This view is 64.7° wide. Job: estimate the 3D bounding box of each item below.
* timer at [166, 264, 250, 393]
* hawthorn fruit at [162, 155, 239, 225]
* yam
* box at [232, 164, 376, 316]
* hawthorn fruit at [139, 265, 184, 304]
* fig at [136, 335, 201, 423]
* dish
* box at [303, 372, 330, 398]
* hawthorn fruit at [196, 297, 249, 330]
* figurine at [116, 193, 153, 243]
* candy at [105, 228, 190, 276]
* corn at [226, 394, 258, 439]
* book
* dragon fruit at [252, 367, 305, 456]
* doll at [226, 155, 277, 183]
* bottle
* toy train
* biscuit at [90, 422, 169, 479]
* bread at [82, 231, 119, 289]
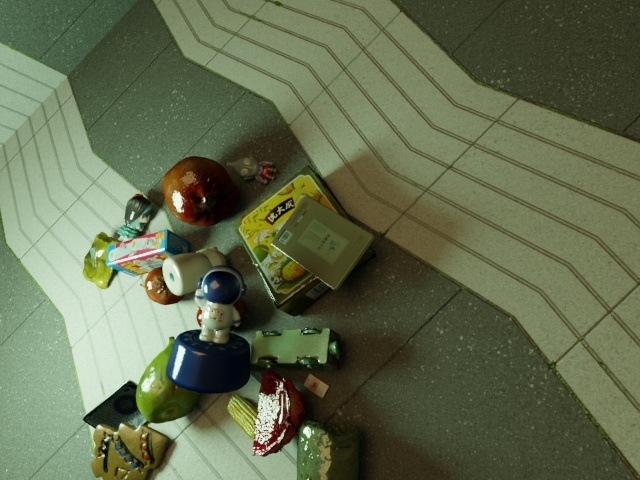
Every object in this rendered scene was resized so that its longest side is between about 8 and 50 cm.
[{"bbox_3d":[-0.340,0.269,1.642,0.271,0.270,0.382,13,98,29],"label":"timer"},{"bbox_3d":[-0.479,-0.192,2.003,0.294,0.295,0.311,-62,25,-7],"label":"hawthorn fruit"},{"bbox_3d":[0.023,0.676,1.463,0.195,0.195,0.299,-8,68,23],"label":"yam"},{"bbox_3d":[-0.068,-0.003,1.808,0.373,0.138,0.420,-37,60,8],"label":"box"},{"bbox_3d":[-0.643,0.190,2.019,0.286,0.165,0.165,-20,59,50],"label":"hawthorn fruit"},{"bbox_3d":[-0.545,0.475,1.790,0.233,0.233,0.313,-28,67,13],"label":"fig"},{"bbox_3d":[-0.726,0.622,1.884,0.243,0.182,0.080,-40,21,6],"label":"dish"},{"bbox_3d":[-0.013,0.477,1.662,0.083,0.012,0.046,25,83,31],"label":"box"},{"bbox_3d":[-0.360,0.260,1.840,0.179,0.173,0.173,-16,61,-11],"label":"hawthorn fruit"},{"bbox_3d":[-0.823,-0.084,2.217,0.138,0.110,0.245,24,90,34],"label":"figurine"},{"bbox_3d":[-0.704,0.054,2.073,0.306,0.157,0.100,-15,64,20],"label":"candy"},{"bbox_3d":[-0.248,0.592,1.701,0.165,0.063,0.084,29,109,33],"label":"corn"},{"bbox_3d":[0.000,0.000,1.682,0.310,0.021,0.216,34,86,31],"label":"book"},{"bbox_3d":[-0.122,0.538,1.589,0.163,0.189,0.261,-3,70,14],"label":"dragon fruit"},{"bbox_3d":[-0.283,-0.291,2.062,0.228,0.075,0.102,17,88,18],"label":"doll"},{"bbox_3d":[-0.456,0.106,1.907,0.148,0.237,0.147,20,118,42],"label":"bottle"},{"bbox_3d":[-0.070,0.360,1.654,0.327,0.159,0.129,-8,65,27],"label":"toy train"},{"bbox_3d":[-0.682,0.759,1.807,0.302,0.043,0.278,-28,81,4],"label":"biscuit"},{"bbox_3d":[-0.965,0.089,2.207,0.161,0.088,0.232,23,103,42],"label":"bread"}]
